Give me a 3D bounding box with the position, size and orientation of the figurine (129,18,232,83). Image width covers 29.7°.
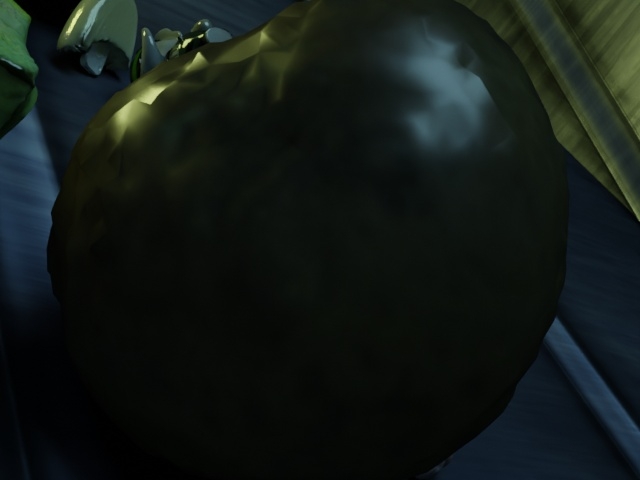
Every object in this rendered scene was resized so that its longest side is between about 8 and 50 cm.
[{"bbox_3d":[-0.188,-0.218,1.566,0.126,0.192,0.147,3,75,-38],"label":"figurine"}]

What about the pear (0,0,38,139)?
[{"bbox_3d":[-0.415,-0.192,1.130,0.286,0.176,0.282,30,19,-31],"label":"pear"}]

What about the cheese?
[{"bbox_3d":[-0.277,-0.325,1.630,0.049,0.235,0.127,5,-22,25],"label":"cheese"}]

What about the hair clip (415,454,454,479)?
[{"bbox_3d":[0.091,0.152,1.353,0.173,0.069,0.300,38,20,-2],"label":"hair clip"}]

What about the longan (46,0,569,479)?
[{"bbox_3d":[-0.001,0.010,1.017,0.404,0.435,0.404,155,-90,-88],"label":"longan"}]

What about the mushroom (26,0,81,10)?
[{"bbox_3d":[-0.390,-0.400,1.671,0.231,0.138,0.194,32,40,-16],"label":"mushroom"}]
